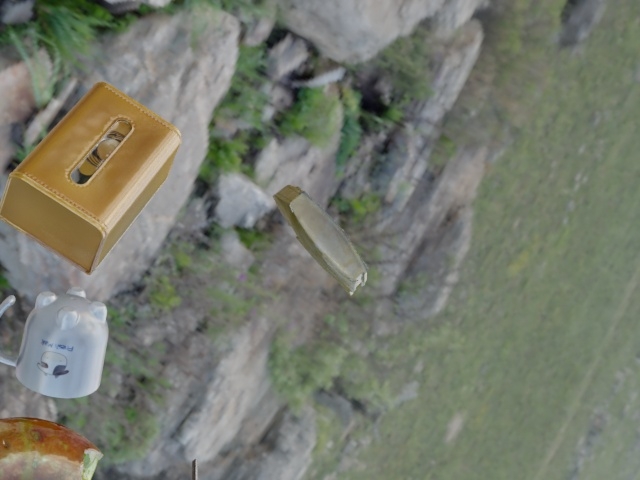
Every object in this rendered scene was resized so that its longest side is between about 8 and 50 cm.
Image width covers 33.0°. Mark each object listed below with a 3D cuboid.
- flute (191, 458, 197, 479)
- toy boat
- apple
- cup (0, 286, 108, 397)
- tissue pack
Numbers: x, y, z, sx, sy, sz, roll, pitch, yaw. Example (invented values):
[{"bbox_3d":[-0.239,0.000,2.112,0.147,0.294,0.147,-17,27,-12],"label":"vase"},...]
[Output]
[{"bbox_3d":[-0.223,0.505,1.909,0.014,0.014,0.270,93,-6,-47],"label":"flute"},{"bbox_3d":[0.000,0.000,1.726,0.064,0.206,0.072,-40,-172,-20],"label":"toy boat"},{"bbox_3d":[-0.344,0.317,1.198,0.246,0.246,0.226,-46,-176,-26],"label":"apple"},{"bbox_3d":[-0.422,0.148,1.723,0.134,0.173,0.142,-25,133,-61],"label":"cup"},{"bbox_3d":[-0.388,-0.112,1.854,0.145,0.194,0.274,-52,-174,50],"label":"tissue pack"}]
